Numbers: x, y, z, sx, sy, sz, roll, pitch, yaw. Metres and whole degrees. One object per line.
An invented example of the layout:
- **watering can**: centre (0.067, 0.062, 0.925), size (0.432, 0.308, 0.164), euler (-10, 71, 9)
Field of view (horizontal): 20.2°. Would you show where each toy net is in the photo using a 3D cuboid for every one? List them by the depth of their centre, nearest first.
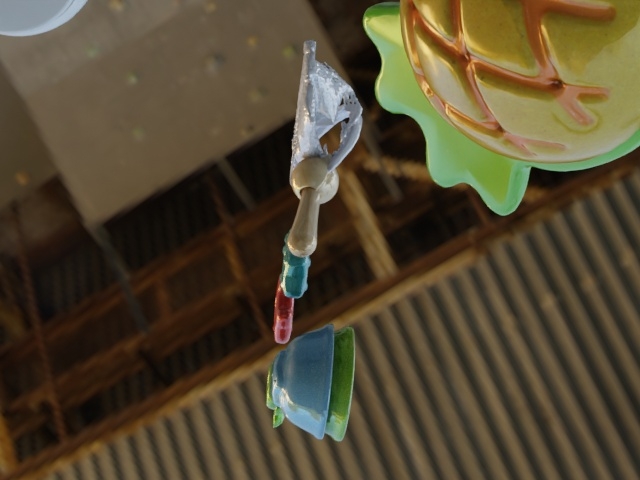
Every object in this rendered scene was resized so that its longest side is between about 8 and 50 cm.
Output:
- **toy net**: centre (0.000, 0.000, 1.070), size (0.045, 0.122, 0.232), euler (5, -92, -3)

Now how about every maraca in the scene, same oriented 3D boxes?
- **maraca**: centre (0.078, -0.081, 0.709), size (0.099, 0.127, 0.186), euler (-27, 171, -34)

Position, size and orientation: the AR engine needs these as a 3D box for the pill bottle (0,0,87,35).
- **pill bottle**: centre (-0.140, -0.138, 0.843), size (0.078, 0.078, 0.137), euler (-30, -166, 4)
